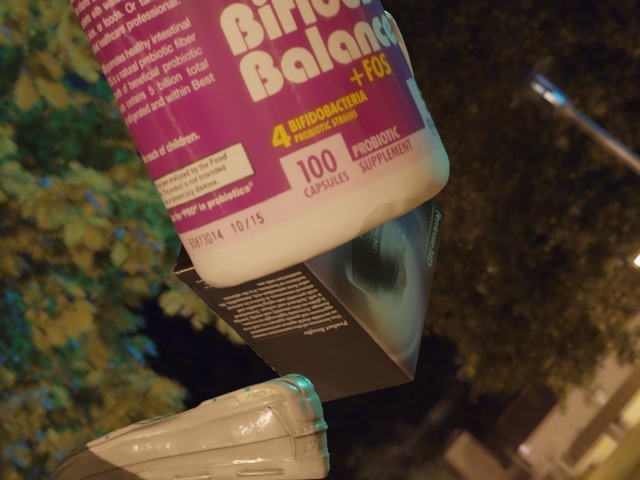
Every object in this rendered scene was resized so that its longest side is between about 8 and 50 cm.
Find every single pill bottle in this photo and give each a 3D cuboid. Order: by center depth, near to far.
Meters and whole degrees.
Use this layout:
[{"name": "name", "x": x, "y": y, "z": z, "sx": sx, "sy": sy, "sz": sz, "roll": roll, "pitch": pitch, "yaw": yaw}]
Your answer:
[{"name": "pill bottle", "x": -0.054, "y": -0.138, "z": 0.826, "sx": 0.169, "sy": 0.301, "sz": 0.169, "roll": -25, "pitch": 5, "yaw": 2}]

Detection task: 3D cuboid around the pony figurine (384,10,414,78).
[{"name": "pony figurine", "x": -0.053, "y": -0.250, "z": 1.591, "sx": 0.303, "sy": 0.363, "sz": 0.351, "roll": -24, "pitch": -66, "yaw": -51}]

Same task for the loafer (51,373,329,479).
[{"name": "loafer", "x": -0.133, "y": 0.222, "z": 1.362, "sx": 0.319, "sy": 0.111, "sz": 0.112, "roll": -21, "pitch": -7, "yaw": 32}]

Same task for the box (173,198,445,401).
[{"name": "box", "x": 0.000, "y": 0.000, "z": 1.786, "sx": 0.183, "sy": 0.294, "sz": 0.296, "roll": -16, "pitch": 42, "yaw": 32}]
